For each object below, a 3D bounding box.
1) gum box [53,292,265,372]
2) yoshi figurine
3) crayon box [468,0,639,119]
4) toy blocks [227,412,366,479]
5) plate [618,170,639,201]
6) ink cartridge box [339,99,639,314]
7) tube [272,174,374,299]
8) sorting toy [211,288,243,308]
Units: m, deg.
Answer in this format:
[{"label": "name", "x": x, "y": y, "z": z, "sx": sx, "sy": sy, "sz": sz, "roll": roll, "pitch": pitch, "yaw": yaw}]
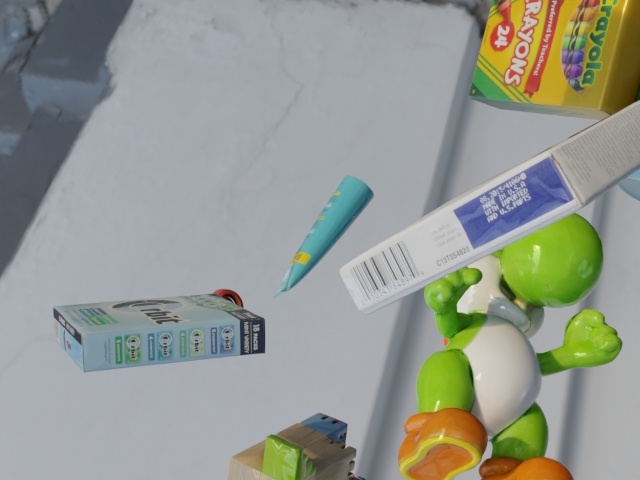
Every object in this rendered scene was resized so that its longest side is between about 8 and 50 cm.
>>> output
[{"label": "gum box", "x": -0.171, "y": 0.093, "z": 1.050, "sx": 0.184, "sy": 0.041, "sz": 0.157, "roll": -4, "pitch": -172, "yaw": -24}, {"label": "yoshi figurine", "x": 0.203, "y": 0.090, "z": 1.031, "sx": 0.203, "sy": 0.362, "sz": 0.203, "roll": 0, "pitch": 132, "yaw": 17}, {"label": "crayon box", "x": 0.368, "y": -0.284, "z": 1.459, "sx": 0.081, "sy": 0.202, "sz": 0.318, "roll": 12, "pitch": -178, "yaw": -37}, {"label": "toy blocks", "x": -0.018, "y": 0.389, "z": 1.335, "sx": 0.191, "sy": 0.261, "sz": 0.381, "roll": 17, "pitch": 109, "yaw": 31}, {"label": "plate", "x": 0.473, "y": -0.067, "z": 1.402, "sx": 0.188, "sy": 0.024, "sz": 0.188, "roll": 28, "pitch": 176, "yaw": 2}, {"label": "ink cartridge box", "x": 0.156, "y": -0.035, "z": 0.737, "sx": 0.223, "sy": 0.224, "sz": 0.045, "roll": -32, "pitch": 85, "yaw": 48}, {"label": "tube", "x": 0.000, "y": 0.000, "z": 1.456, "sx": 0.052, "sy": 0.207, "sz": 0.080, "roll": 36, "pitch": 163, "yaw": 0}, {"label": "sorting toy", "x": -0.134, "y": 0.106, "z": 1.257, "sx": 0.061, "sy": 0.102, "sz": 0.042, "roll": 50, "pitch": 138, "yaw": -10}]
